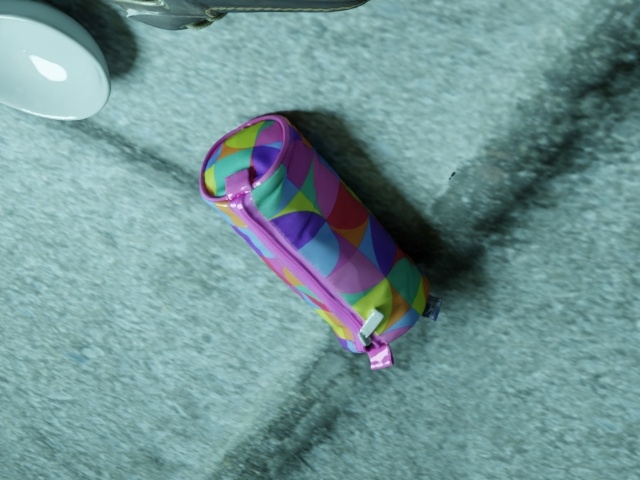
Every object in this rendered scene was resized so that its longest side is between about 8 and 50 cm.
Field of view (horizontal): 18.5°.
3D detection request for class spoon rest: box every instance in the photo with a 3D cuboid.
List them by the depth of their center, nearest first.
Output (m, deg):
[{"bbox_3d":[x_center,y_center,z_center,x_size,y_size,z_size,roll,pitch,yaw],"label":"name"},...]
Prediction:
[{"bbox_3d":[-0.299,-0.171,1.601,0.276,0.084,0.137,25,150,1],"label":"spoon rest"}]

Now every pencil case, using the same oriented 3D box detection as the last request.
[{"bbox_3d":[0.000,0.000,1.642,0.104,0.104,0.236,-8,136,43],"label":"pencil case"}]

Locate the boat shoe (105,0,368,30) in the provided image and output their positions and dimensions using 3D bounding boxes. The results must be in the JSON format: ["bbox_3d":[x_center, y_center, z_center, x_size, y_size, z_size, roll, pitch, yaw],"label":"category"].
[{"bbox_3d":[-0.100,-0.220,1.363,0.355,0.132,0.130,18,160,28],"label":"boat shoe"}]
